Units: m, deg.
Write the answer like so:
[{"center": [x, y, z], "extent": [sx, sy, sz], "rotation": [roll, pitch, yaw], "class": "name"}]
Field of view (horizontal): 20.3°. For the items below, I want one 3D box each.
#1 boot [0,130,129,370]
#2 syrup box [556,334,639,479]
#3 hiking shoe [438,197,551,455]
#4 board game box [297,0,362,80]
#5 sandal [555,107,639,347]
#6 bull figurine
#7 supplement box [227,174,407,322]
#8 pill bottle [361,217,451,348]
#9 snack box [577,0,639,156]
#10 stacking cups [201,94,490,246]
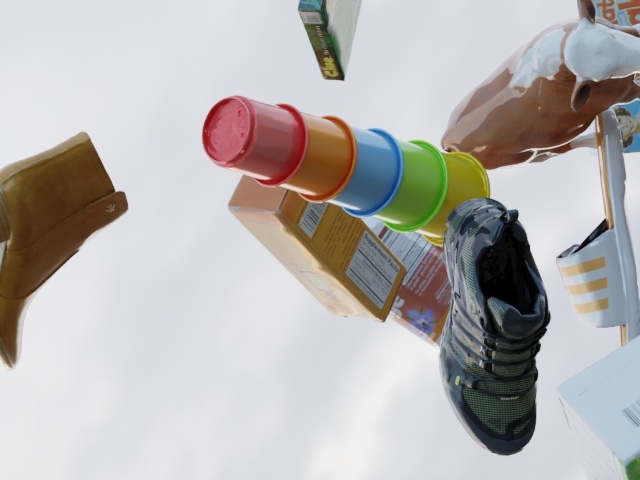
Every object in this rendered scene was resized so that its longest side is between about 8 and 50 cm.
[{"center": [-0.317, 0.016, 2.091], "extent": [0.211, 0.104, 0.295], "rotation": [-28, -37, -17], "class": "boot"}, {"center": [0.260, 0.185, 1.327], "extent": [0.093, 0.096, 0.237], "rotation": [-31, -49, -8], "class": "syrup box"}, {"center": [0.149, 0.080, 1.527], "extent": [0.086, 0.226, 0.114], "rotation": [-9, 7, -9], "class": "hiking shoe"}, {"center": [0.026, -0.310, 1.843], "extent": [0.136, 0.030, 0.259], "rotation": [71, -152, -62], "class": "board game box"}, {"center": [0.264, -0.001, 1.732], "extent": [0.076, 0.265, 0.102], "rotation": [-7, 0, 8], "class": "sandal"}, {"center": [0.239, -0.146, 1.680], "extent": [0.188, 0.101, 0.310], "rotation": [-4, -13, -31], "class": "bull figurine"}, {"center": [0.000, 0.000, 1.952], "extent": [0.233, 0.078, 0.080], "rotation": [49, -122, -42], "class": "supplement box"}, {"center": [0.093, 0.030, 2.213], "extent": [0.121, 0.216, 0.121], "rotation": [-56, -3, -5], "class": "pill bottle"}, {"center": [0.418, -0.273, 2.229], "extent": [0.187, 0.321, 0.060], "rotation": [-6, 4, -4], "class": "snack box"}, {"center": [0.019, -0.063, 1.619], "extent": [0.316, 0.096, 0.096], "rotation": [12, -60, -44], "class": "stacking cups"}]
